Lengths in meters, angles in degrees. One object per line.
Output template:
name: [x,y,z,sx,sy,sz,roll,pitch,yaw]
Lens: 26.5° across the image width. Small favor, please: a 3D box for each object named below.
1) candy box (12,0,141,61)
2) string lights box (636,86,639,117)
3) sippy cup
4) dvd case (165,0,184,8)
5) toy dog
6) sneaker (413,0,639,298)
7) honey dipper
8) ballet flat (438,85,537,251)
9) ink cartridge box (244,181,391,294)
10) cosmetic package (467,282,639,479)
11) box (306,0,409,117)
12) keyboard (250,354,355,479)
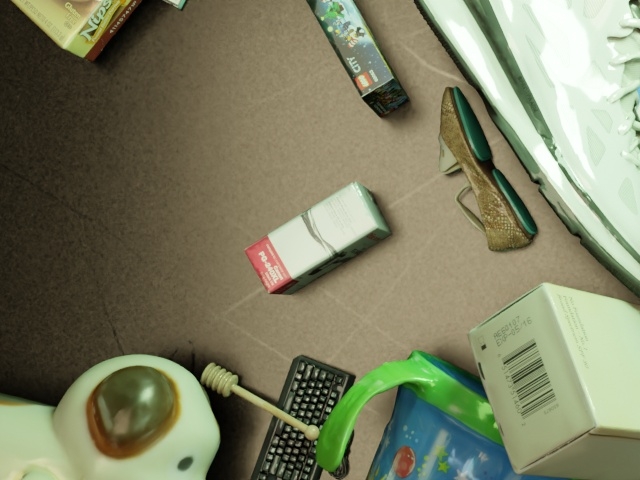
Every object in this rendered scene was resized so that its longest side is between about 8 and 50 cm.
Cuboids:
candy box: [-0.346,-0.392,1.670,0.316,0.087,0.183,43,96,15]
string lights box: [0.306,-0.153,1.539,0.133,0.077,0.259,-45,80,8]
sippy cup: [0.147,0.269,1.467,0.305,0.240,0.224,29,92,10]
dvd case: [-0.205,-0.351,1.685,0.119,0.013,0.087,28,93,13]
toy dog: [-0.311,0.269,1.576,0.408,0.284,0.395,-17,66,9]
sneaker: [0.308,-0.168,1.412,0.257,0.169,0.447,-35,79,12]
honey dipper: [-0.070,0.195,1.615,0.161,0.030,0.030,28,93,18]
ballet flat: [0.175,-0.078,1.570,0.067,0.073,0.206,-30,78,23]
ink cartridge box: [0.000,0.000,1.578,0.150,0.109,0.063,-31,81,9]
cosmetic package: [0.306,0.154,1.377,0.113,0.309,0.160,-39,55,36]
box: [0.020,-0.260,1.560,0.044,0.159,0.233,-30,82,7]
keyboard: [-0.012,0.237,1.615,0.108,0.023,0.180,20,92,11]
